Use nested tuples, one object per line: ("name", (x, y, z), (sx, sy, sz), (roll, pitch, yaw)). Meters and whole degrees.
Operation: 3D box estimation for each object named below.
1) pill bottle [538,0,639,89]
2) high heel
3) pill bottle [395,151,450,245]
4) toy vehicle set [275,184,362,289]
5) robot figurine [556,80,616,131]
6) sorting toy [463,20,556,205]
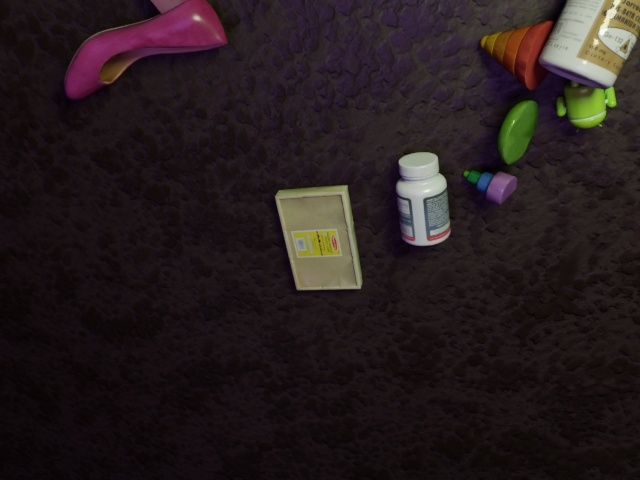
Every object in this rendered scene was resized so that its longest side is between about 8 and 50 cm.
("pill bottle", (0.472, -0.380, 0.970), (0.131, 0.131, 0.229), (22, 107, 1))
("high heel", (-0.372, -0.368, 1.215), (0.377, 0.127, 0.181), (-35, 96, 26))
("pill bottle", (0.216, -0.089, 1.249), (0.108, 0.108, 0.180), (-2, 120, 16))
("toy vehicle set", (0.000, 0.000, 1.403), (0.166, 0.035, 0.266), (-2, 120, 16))
("robot figurine", (0.493, -0.260, 1.095), (0.101, 0.067, 0.115), (-8, 118, 26))
("sorting toy", (0.344, -0.248, 1.142), (0.126, 0.127, 0.365), (29, 132, 32))
